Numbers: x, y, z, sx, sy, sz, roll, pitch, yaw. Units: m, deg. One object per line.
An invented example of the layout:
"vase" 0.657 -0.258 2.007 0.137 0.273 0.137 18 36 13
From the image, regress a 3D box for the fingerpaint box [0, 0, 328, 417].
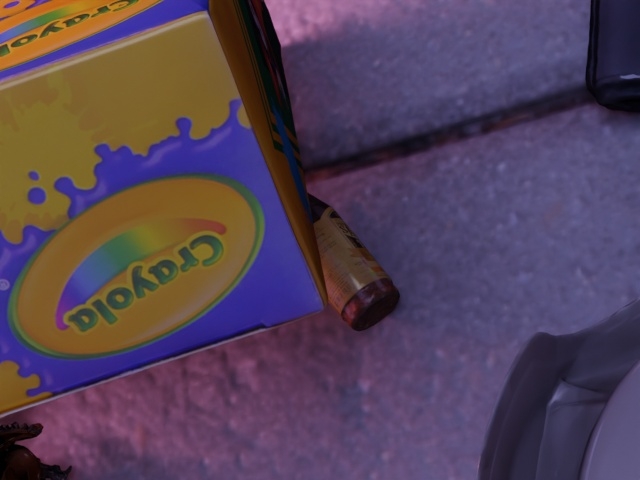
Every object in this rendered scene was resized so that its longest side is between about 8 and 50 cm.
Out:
"fingerpaint box" -0.243 -0.045 0.693 0.444 0.163 0.371 -18 28 5

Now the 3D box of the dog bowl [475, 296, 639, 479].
"dog bowl" 0.252 0.145 0.594 0.348 0.102 0.349 -7 61 13

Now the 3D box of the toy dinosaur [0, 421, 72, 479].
"toy dinosaur" -0.276 0.148 0.810 0.322 0.164 0.218 11 94 4

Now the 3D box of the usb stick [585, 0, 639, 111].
"usb stick" 0.211 -0.212 0.779 0.077 0.045 0.278 0 74 22

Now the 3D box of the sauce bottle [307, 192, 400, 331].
"sauce bottle" 0.000 0.000 0.798 0.042 0.042 0.128 -40 66 6
